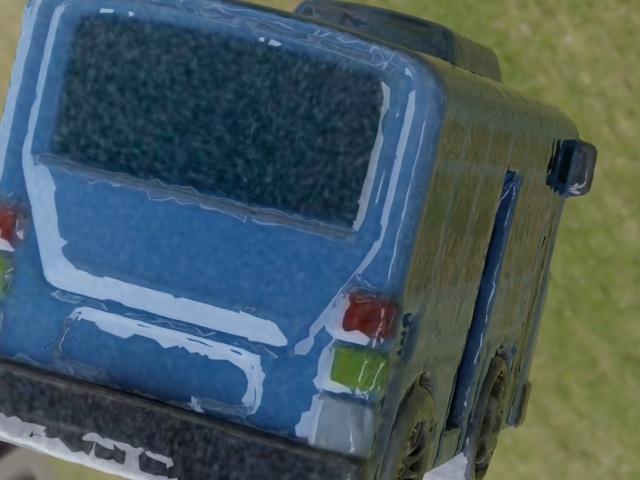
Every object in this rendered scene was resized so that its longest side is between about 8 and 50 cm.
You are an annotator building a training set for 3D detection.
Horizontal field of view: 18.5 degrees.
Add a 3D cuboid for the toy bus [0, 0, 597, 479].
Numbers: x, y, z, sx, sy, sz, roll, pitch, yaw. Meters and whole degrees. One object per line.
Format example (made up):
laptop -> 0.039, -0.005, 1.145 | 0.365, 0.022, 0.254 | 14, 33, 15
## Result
toy bus -> 0.000, 0.000, 0.545 | 0.116, 0.133, 0.234 | 13, -176, 15
